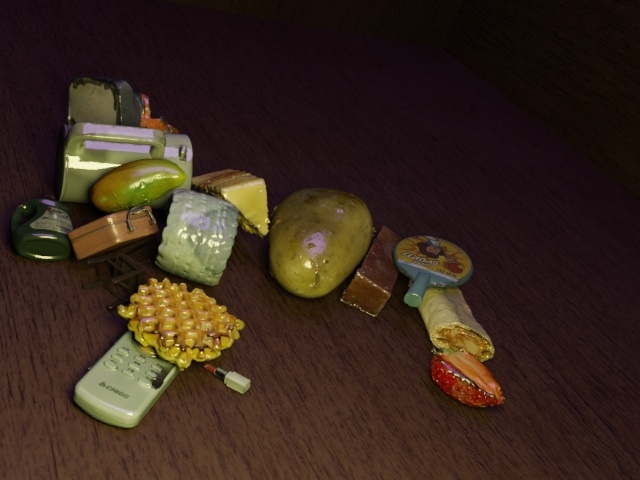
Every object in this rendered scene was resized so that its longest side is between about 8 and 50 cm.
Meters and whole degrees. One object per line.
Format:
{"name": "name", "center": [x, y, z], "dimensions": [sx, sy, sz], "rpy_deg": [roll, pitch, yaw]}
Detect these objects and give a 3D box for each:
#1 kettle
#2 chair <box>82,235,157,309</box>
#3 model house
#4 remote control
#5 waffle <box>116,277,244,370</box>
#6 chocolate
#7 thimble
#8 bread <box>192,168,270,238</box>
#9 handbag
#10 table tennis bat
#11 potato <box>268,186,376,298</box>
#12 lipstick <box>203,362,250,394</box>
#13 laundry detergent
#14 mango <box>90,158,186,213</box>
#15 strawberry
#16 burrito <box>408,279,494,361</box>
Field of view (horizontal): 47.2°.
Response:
{"name": "kettle", "center": [-0.490, -0.183, 1.842], "dimensions": [0.318, 0.205, 0.265], "rpy_deg": [4, 6, -26]}
{"name": "chair", "center": [-0.414, 0.067, 1.640], "dimensions": [0.101, 0.084, 0.212], "rpy_deg": [32, 31, 24]}
{"name": "model house", "center": [-0.533, -0.358, 2.101], "dimensions": [0.271, 0.190, 0.300], "rpy_deg": [11, 9, 41]}
{"name": "remote control", "center": [-0.352, 0.242, 1.422], "dimensions": [0.140, 0.056, 0.296], "rpy_deg": [23, 30, 7]}
{"name": "waffle", "center": [-0.285, 0.162, 1.501], "dimensions": [0.237, 0.059, 0.243], "rpy_deg": [26, 24, 13]}
{"name": "chocolate", "center": [0.152, 0.082, 1.949], "dimensions": [0.112, 0.112, 0.321], "rpy_deg": [33, 30, 2]}
{"name": "thimble", "center": [-0.293, -0.009, 1.708], "dimensions": [0.171, 0.205, 0.250], "rpy_deg": [16, 10, -12]}
{"name": "bread", "center": [-0.230, -0.117, 1.887], "dimensions": [0.178, 0.142, 0.266], "rpy_deg": [29, -5, -34]}
{"name": "handbag", "center": [-0.460, -0.020, 1.656], "dimensions": [0.193, 0.151, 0.072], "rpy_deg": [-21, 90, -67]}
{"name": "table tennis bat", "center": [0.283, 0.073, 1.909], "dimensions": [0.215, 0.044, 0.329], "rpy_deg": [21, 32, 13]}
{"name": "potato", "center": [-0.019, 0.001, 1.847], "dimensions": [0.269, 0.219, 0.359], "rpy_deg": [9, 33, 20]}
{"name": "lipstick", "center": [-0.194, 0.276, 1.493], "dimensions": [0.107, 0.025, 0.025], "rpy_deg": [24, 30, 16]}
{"name": "laundry detergent", "center": [-0.638, -0.045, 1.682], "dimensions": [0.144, 0.078, 0.222], "rpy_deg": [7, 34, -28]}
{"name": "mango", "center": [-0.429, -0.130, 1.714], "dimensions": [0.232, 0.111, 0.125], "rpy_deg": [-14, 32, 8]}
{"name": "strawberry", "center": [0.325, 0.318, 1.685], "dimensions": [0.192, 0.085, 0.140], "rpy_deg": [29, 23, 2]}
{"name": "burrito", "center": [0.329, 0.186, 1.883], "dimensions": [0.143, 0.105, 0.299], "rpy_deg": [13, 29, -21]}
